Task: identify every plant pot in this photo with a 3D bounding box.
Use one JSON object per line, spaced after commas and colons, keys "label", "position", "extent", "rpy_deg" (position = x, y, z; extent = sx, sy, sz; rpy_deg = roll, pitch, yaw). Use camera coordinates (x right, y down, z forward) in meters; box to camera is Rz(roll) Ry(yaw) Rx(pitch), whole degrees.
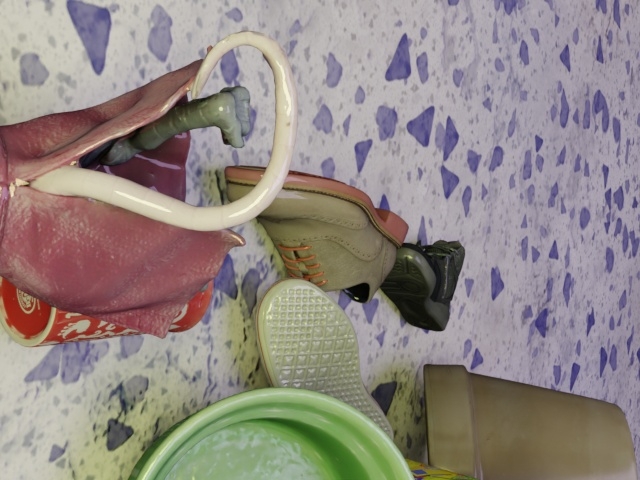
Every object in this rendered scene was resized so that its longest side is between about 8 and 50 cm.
{"label": "plant pot", "position": [0.294, 0.333, 1.377], "extent": [0.323, 0.281, 0.323], "rpy_deg": [-4, 90, -85]}

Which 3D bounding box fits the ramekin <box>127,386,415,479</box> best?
{"label": "ramekin", "position": [-0.061, 0.298, 0.953], "extent": [0.304, 0.148, 0.303], "rpy_deg": [3, 81, -19]}

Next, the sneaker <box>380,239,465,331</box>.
{"label": "sneaker", "position": [0.147, 0.034, 1.383], "extent": [0.227, 0.087, 0.130], "rpy_deg": [52, 50, -56]}

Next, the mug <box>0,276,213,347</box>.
{"label": "mug", "position": [-0.207, 0.028, 0.870], "extent": [0.169, 0.150, 0.113], "rpy_deg": [-7, 137, -51]}

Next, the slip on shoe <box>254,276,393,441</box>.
{"label": "slip on shoe", "position": [-0.006, 0.166, 1.169], "extent": [0.123, 0.101, 0.331], "rpy_deg": [-40, 133, -15]}

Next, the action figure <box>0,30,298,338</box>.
{"label": "action figure", "position": [-0.231, -0.018, 0.646], "extent": [0.370, 0.276, 0.248], "rpy_deg": [1, 86, -27]}

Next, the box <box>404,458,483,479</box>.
{"label": "box", "position": [0.143, 0.435, 1.111], "extent": [0.177, 0.290, 0.279], "rpy_deg": [-16, 101, -36]}

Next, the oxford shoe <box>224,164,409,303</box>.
{"label": "oxford shoe", "position": [0.000, 0.000, 1.135], "extent": [0.348, 0.123, 0.130], "rpy_deg": [23, 81, -54]}
